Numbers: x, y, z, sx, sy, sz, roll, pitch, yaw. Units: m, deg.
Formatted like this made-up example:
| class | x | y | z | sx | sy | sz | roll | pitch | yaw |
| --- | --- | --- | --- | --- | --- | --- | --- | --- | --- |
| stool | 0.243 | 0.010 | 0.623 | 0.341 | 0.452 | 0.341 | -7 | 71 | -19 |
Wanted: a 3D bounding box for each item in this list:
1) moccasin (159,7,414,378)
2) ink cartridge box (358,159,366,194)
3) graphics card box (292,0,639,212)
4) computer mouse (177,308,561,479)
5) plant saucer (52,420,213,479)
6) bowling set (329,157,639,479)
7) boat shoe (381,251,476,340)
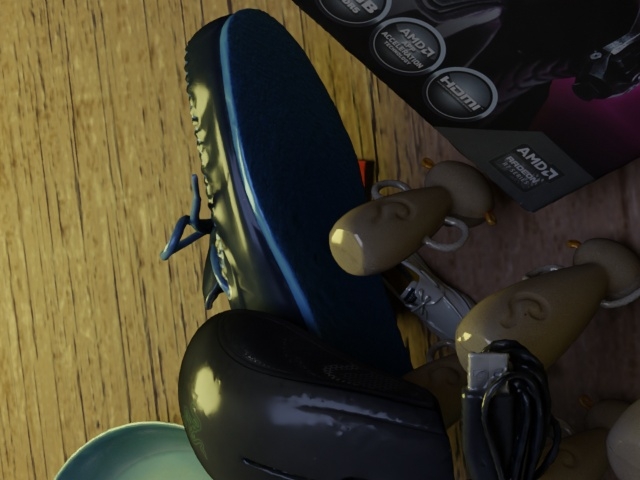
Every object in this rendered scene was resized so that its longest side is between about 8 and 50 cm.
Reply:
| class | x | y | z | sx | sy | sz | roll | pitch | yaw |
| --- | --- | --- | --- | --- | --- | --- | --- | --- | --- |
| moccasin | -0.036 | 0.023 | 1.113 | 0.117 | 0.137 | 0.342 | -18 | 85 | 38 |
| ink cartridge box | 0.000 | 0.000 | 1.184 | 0.063 | 0.029 | 0.115 | 6 | 100 | 35 |
| graphics card box | 0.185 | -0.180 | 0.907 | 0.371 | 0.233 | 0.094 | -28 | 36 | 36 |
| computer mouse | 0.008 | 0.122 | 1.003 | 0.272 | 0.072 | 0.188 | 17 | 123 | 34 |
| plant saucer | -0.099 | 0.291 | 1.283 | 0.317 | 0.043 | 0.318 | 5 | 99 | 36 |
| bowling set | 0.130 | 0.091 | 1.052 | 0.287 | 0.154 | 0.200 | 40 | 135 | 25 |
| boat shoe | 0.068 | 0.037 | 1.134 | 0.100 | 0.035 | 0.035 | 49 | 120 | 23 |
